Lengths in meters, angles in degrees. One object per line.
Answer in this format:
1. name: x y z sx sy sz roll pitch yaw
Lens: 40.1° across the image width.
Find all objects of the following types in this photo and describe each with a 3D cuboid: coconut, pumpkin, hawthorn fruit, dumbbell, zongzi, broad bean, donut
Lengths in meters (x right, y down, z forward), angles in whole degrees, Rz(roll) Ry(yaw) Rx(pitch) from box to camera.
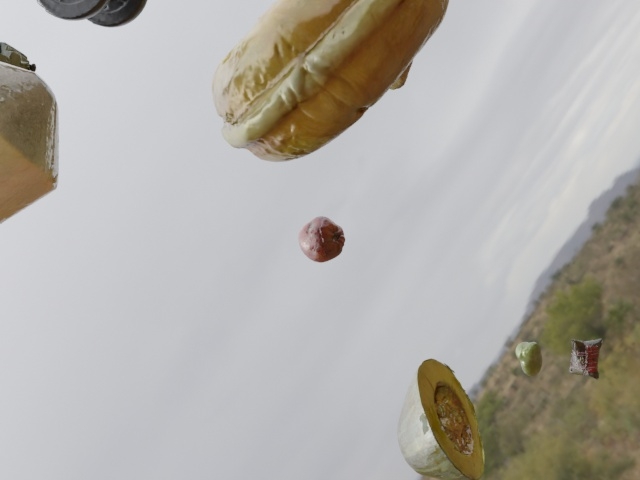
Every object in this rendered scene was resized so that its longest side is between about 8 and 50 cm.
1. coconut: -0.463 -0.136 1.172 0.244 0.239 0.239 -35 -15 2
2. pumpkin: 0.194 0.322 1.504 0.110 0.217 0.217 -35 -4 27
3. hawthorn fruit: 0.000 0.000 1.680 0.093 0.093 0.093 -51 -15 -20
4. dumbbell: -0.372 -0.423 1.421 0.143 0.143 0.325 -60 -3 13
5. zongzi: 0.496 0.213 1.665 0.067 0.073 0.083 9 77 62
6. broad bean: 0.424 0.236 1.769 0.083 0.045 0.063 59 -134 -36
7. donut: 0.011 -0.292 1.302 0.449 0.198 0.449 -44 13 12

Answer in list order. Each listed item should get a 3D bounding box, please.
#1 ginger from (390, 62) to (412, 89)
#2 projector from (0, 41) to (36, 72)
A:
1. ginger: 0.131 -0.399 1.687 0.157 0.102 0.216 -64 -33 -43
2. projector: -0.622 -0.278 1.584 0.269 0.088 0.193 15 -97 -79
